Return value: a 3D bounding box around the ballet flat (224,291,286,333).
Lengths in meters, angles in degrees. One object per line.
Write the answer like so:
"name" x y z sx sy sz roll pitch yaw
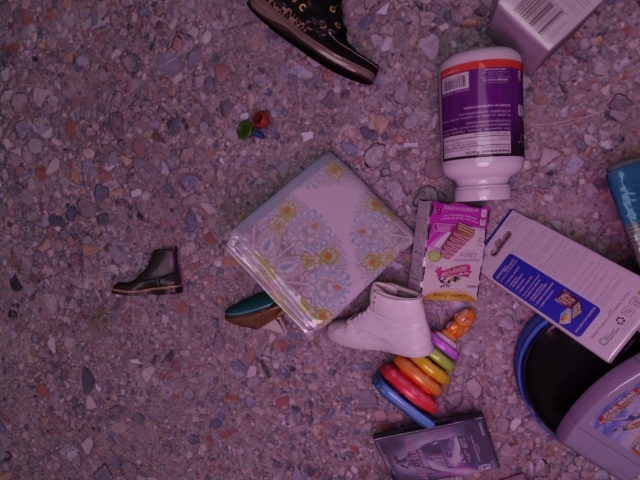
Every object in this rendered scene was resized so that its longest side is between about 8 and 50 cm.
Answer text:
"ballet flat" -0.087 0.173 1.229 0.342 0.116 0.124 -27 106 9

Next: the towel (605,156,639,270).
"towel" 0.774 -0.017 0.937 0.271 0.040 0.370 -16 81 13

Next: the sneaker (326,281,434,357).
"sneaker" 0.130 0.176 1.130 0.293 0.108 0.169 -2 104 38

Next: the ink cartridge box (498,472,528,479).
"ink cartridge box" 0.473 0.771 1.136 0.226 0.131 0.306 -28 87 13

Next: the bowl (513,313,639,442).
"bowl" 0.644 0.310 1.039 0.391 0.077 0.391 4 99 26

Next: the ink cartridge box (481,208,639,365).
"ink cartridge box" 0.529 0.087 1.031 0.175 0.069 0.371 -56 45 9

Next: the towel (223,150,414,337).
"towel" 0.000 0.000 1.132 0.374 0.090 0.320 -42 85 -15

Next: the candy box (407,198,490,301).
"candy box" 0.306 0.024 1.111 0.159 0.071 0.233 4 97 -15

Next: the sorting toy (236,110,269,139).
"sorting toy" -0.172 -0.300 1.237 0.102 0.042 0.061 -30 72 24

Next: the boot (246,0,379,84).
"boot" 0.038 -0.584 1.121 0.377 0.138 0.284 38 101 12

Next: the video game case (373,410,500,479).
"video game case" 0.294 0.531 1.169 0.274 0.026 0.196 -18 115 12

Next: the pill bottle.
"pill bottle" 0.364 -0.252 1.050 0.182 0.181 0.323 -2 95 12

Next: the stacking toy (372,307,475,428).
"stacking toy" 0.279 0.285 1.140 0.166 0.175 0.302 38 90 4

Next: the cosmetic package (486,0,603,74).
"cosmetic package" 0.479 -0.487 1.004 0.151 0.184 0.151 -44 85 12

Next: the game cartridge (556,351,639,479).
"game cartridge" 0.641 0.348 0.934 0.198 0.062 0.297 31 113 -9

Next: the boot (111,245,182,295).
"boot" -0.494 0.087 1.323 0.198 0.077 0.137 -3 89 -1
